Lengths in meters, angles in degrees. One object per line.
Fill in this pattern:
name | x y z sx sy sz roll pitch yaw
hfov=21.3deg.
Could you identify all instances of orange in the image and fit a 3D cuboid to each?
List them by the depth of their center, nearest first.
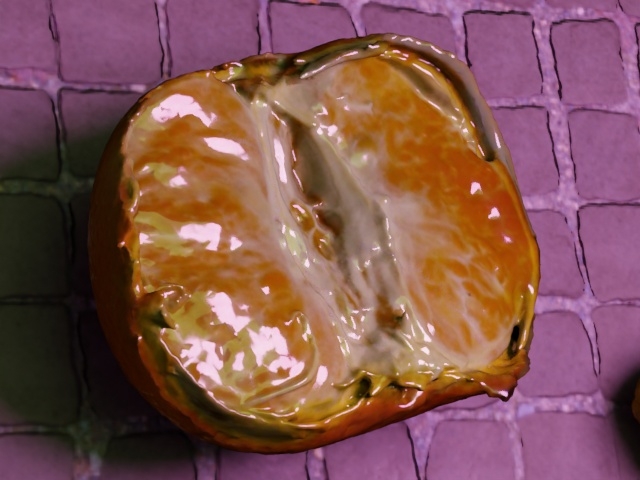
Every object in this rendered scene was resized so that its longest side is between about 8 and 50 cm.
orange | -0.006 0.001 1.139 0.334 0.196 0.262 -20 96 -25

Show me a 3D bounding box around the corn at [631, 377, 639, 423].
corn | 0.398 0.072 1.314 0.344 0.131 0.131 -28 85 -18
